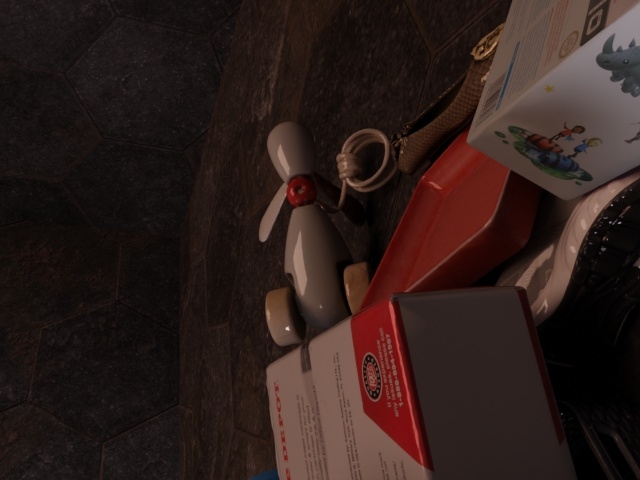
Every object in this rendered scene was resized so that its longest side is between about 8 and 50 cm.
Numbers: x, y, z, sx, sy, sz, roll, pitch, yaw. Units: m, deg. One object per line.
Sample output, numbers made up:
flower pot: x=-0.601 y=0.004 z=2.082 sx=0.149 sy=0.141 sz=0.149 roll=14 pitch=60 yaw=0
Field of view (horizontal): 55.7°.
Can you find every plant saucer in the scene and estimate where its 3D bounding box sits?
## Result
plant saucer: x=0.136 y=-0.034 z=0.576 sx=0.258 sy=0.047 sz=0.259 roll=-61 pitch=4 yaw=-35

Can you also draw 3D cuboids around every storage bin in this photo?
storage bin: x=0.187 y=0.211 z=0.437 sx=0.122 sy=0.084 sz=0.180 roll=-106 pitch=30 yaw=-47

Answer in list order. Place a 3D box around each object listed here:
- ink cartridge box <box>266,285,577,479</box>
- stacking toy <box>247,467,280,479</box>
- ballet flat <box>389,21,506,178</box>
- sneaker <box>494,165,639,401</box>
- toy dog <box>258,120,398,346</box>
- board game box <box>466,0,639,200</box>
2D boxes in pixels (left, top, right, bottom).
ink cartridge box: x=0.057 y=0.167 z=0.481 sx=0.273 sy=0.114 sz=0.197 roll=138 pitch=126 yaw=-60
stacking toy: x=-0.035 y=0.503 z=0.896 sx=0.166 sy=0.175 sz=0.302 roll=-137 pitch=42 yaw=-59
ballet flat: x=0.144 y=-0.155 z=0.679 sx=0.084 sy=0.058 sz=0.250 roll=-54 pitch=1 yaw=-32
sneaker: x=0.190 y=0.041 z=0.490 sx=0.108 sy=0.100 sz=0.271 roll=-92 pitch=23 yaw=-56
toy dog: x=0.000 y=0.000 z=0.915 sx=0.161 sy=0.220 sz=0.334 roll=56 pitch=-138 yaw=-71
board game box: x=0.228 y=-0.183 z=0.330 sx=0.303 sy=0.097 sz=0.224 roll=-44 pitch=21 yaw=61
